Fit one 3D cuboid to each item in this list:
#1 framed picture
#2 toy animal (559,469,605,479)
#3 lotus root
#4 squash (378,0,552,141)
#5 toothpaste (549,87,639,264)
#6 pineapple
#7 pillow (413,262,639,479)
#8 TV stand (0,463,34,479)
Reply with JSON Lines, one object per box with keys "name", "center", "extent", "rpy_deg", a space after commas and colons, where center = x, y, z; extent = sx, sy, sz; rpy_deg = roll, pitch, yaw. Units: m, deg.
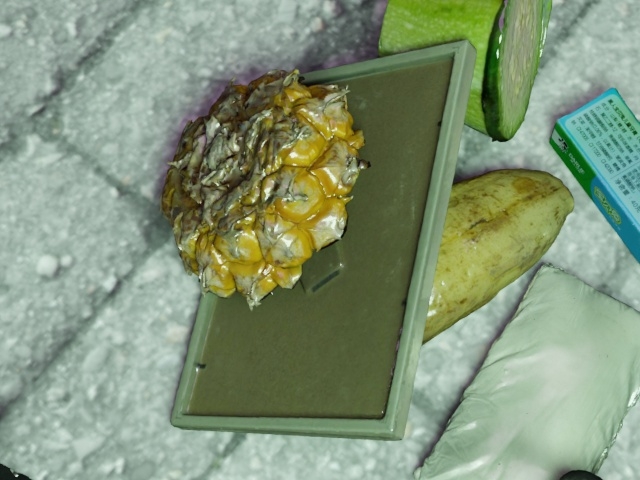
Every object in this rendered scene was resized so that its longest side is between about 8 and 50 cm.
{"name": "framed picture", "center": [0.000, 0.000, 1.046], "extent": [0.241, 0.020, 0.324], "rpy_deg": [-7, 63, 41]}
{"name": "toy animal", "center": [0.167, 0.339, 0.910], "extent": [0.168, 0.106, 0.343], "rpy_deg": [-18, 63, 14]}
{"name": "lotus root", "center": [0.092, 0.015, 1.075], "extent": [0.258, 0.097, 0.110], "rpy_deg": [-33, 70, -13]}
{"name": "squash", "center": [0.129, -0.180, 1.112], "extent": [0.123, 0.170, 0.170], "rpy_deg": [20, 72, 22]}
{"name": "toothpaste", "center": [0.297, -0.005, 1.097], "extent": [0.065, 0.050, 0.266], "rpy_deg": [-31, 73, -8]}
{"name": "pineapple", "center": [-0.058, -0.054, 1.061], "extent": [0.225, 0.076, 0.224], "rpy_deg": [-20, 56, 34]}
{"name": "pillow", "center": [0.183, 0.134, 1.052], "extent": [0.128, 0.051, 0.229], "rpy_deg": [32, 73, 8]}
{"name": "TV stand", "center": [-0.253, 0.206, 1.044], "extent": [0.257, 0.040, 0.049], "rpy_deg": [24, 73, 10]}
